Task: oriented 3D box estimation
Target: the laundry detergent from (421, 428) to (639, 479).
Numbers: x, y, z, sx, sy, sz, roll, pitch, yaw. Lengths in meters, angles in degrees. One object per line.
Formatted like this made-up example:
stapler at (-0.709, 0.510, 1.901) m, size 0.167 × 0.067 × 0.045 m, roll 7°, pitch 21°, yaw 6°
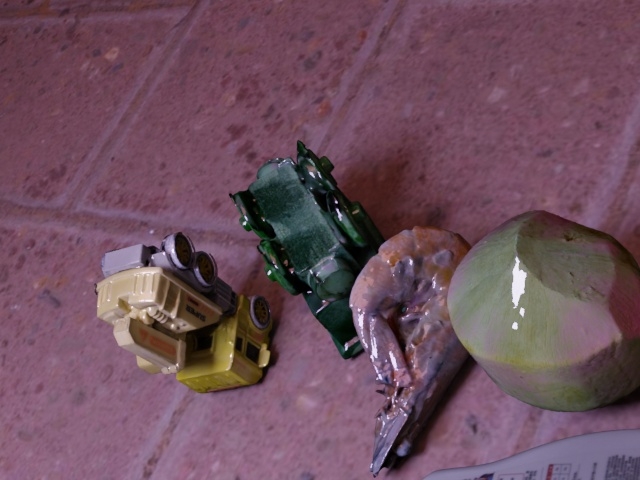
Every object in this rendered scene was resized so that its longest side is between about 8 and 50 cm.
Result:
laundry detergent at (0.192, 0.320, 1.146) m, size 0.398 × 0.124 × 0.264 m, roll -8°, pitch 52°, yaw 33°

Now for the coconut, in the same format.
coconut at (0.248, 0.071, 1.233) m, size 0.205 × 0.236 × 0.235 m, roll -20°, pitch 46°, yaw 17°

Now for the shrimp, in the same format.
shrimp at (0.099, 0.123, 1.371) m, size 0.062 × 0.164 × 0.316 m, roll 126°, pitch 168°, yaw -72°

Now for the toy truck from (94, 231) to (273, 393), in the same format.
toy truck at (-0.177, 0.110, 1.485) m, size 0.124 × 0.272 × 0.157 m, roll -13°, pitch 56°, yaw 27°

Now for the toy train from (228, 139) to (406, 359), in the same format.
toy train at (0.000, 0.000, 1.495) m, size 0.145 × 0.202 × 0.266 m, roll -36°, pitch 41°, yaw 6°
